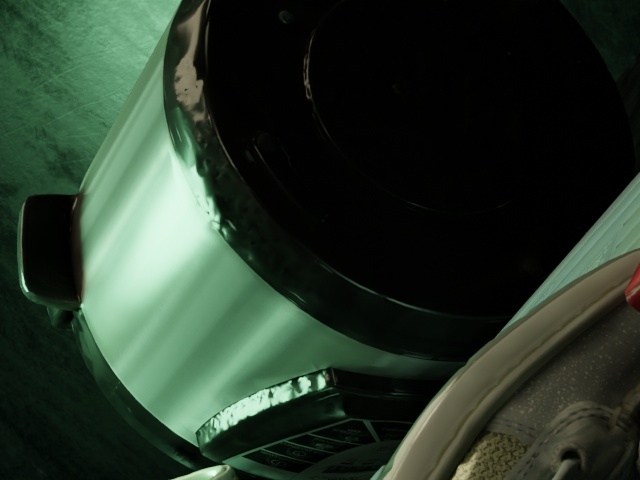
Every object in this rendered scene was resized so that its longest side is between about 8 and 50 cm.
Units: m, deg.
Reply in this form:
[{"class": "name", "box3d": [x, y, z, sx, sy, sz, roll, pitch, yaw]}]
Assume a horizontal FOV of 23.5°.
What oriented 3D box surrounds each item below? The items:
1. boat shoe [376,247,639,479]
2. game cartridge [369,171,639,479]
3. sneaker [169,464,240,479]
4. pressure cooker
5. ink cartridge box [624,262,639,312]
[{"class": "boat shoe", "box3d": [0.053, 0.133, 0.530, 0.320, 0.103, 0.118, -45, -23, -25]}, {"class": "game cartridge", "box3d": [0.115, 0.086, 0.829, 0.355, 0.068, 0.230, -52, 2, 26]}, {"class": "sneaker", "box3d": [-0.152, 0.275, 1.143, 0.292, 0.169, 0.108, -31, 2, 12]}, {"class": "pressure cooker", "box3d": [0.001, -0.005, 1.208, 0.375, 0.370, 0.420, -46, -1, -37]}, {"class": "ink cartridge box", "box3d": [0.194, -0.042, 0.514, 0.175, 0.072, 0.127, -53, -2, 43]}]
